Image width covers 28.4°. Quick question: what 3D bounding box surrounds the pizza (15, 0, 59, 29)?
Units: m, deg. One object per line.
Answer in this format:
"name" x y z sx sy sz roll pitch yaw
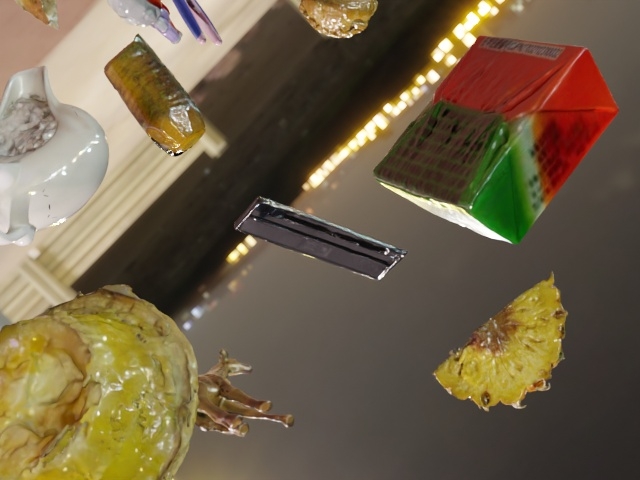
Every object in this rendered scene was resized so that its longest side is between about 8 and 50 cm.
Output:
"pizza" -0.285 -0.308 1.167 0.034 0.262 0.181 -18 143 -47

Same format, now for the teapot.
"teapot" -0.374 -0.094 1.595 0.208 0.166 0.300 -3 -152 5

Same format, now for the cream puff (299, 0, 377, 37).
"cream puff" 0.028 -0.427 2.306 0.126 0.144 0.103 -40 163 -49

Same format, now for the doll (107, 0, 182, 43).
"doll" -0.284 -0.373 1.976 0.075 0.102 0.227 -46 155 6

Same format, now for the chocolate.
"chocolate" 0.308 -0.178 2.211 0.341 0.161 0.360 -52 -154 -5

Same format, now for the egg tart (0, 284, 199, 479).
"egg tart" -0.269 0.170 1.250 0.315 0.315 0.120 -46 141 -8

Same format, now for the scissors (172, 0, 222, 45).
"scissors" -0.148 -0.261 1.402 0.012 0.113 0.039 -42 161 30

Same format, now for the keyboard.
"keyboard" 0.000 0.000 1.836 0.087 0.250 0.017 -46 -147 45

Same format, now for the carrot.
"carrot" -0.227 -0.197 1.715 0.082 0.173 0.082 -39 174 -5

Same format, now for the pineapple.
"pineapple" 0.324 0.192 2.031 0.250 0.140 0.164 -40 156 4

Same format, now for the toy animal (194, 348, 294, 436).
"toy animal" -0.130 0.198 1.656 0.275 0.149 0.054 -154 -113 -68
